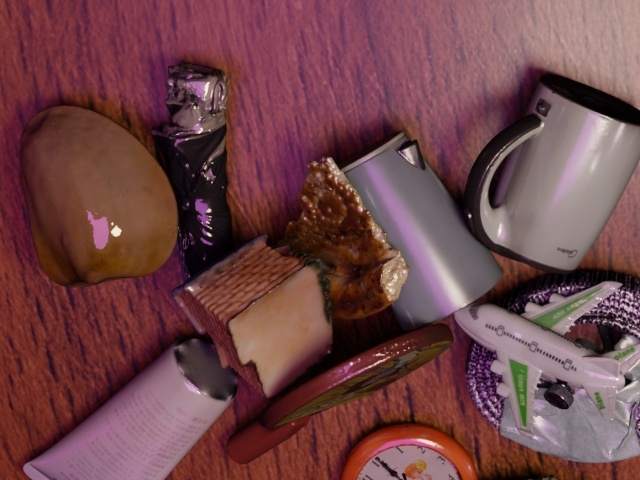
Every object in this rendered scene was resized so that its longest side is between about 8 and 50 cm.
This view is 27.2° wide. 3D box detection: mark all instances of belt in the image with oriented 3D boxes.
[{"bbox_3d":[0.363,0.174,1.831,0.325,0.122,0.260,-3,102,12],"label":"belt"}]

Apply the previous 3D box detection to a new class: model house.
[{"bbox_3d":[-0.094,0.092,1.780,0.166,0.172,0.183,-37,134,-24],"label":"model house"}]

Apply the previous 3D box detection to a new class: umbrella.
[{"bbox_3d":[-0.171,-0.065,1.817,0.106,0.113,0.357,-6,108,-13],"label":"umbrella"}]

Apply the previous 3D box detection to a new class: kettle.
[{"bbox_3d":[0.295,-0.083,1.731,0.221,0.161,0.236,9,114,-31],"label":"kettle"},{"bbox_3d":[0.102,-0.011,1.809,0.210,0.160,0.243,-27,97,41],"label":"kettle"}]

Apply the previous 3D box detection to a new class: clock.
[{"bbox_3d":[0.131,0.363,1.951,0.205,0.051,0.205,1,109,2],"label":"clock"}]

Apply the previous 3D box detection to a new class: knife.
[{"bbox_3d":[0.419,0.180,1.892,0.023,0.010,0.170,-16,104,9],"label":"knife"}]

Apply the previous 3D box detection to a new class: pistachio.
[{"bbox_3d":[-0.308,-0.066,1.806,0.213,0.163,0.260,-19,93,8],"label":"pistachio"}]

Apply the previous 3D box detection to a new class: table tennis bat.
[{"bbox_3d":[0.012,0.213,1.833,0.415,0.268,0.051,-35,74,37],"label":"table tennis bat"}]

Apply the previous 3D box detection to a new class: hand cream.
[{"bbox_3d":[-0.269,0.291,1.947,0.185,0.118,0.359,41,114,-10],"label":"hand cream"}]

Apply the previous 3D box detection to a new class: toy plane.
[{"bbox_3d":[0.288,0.146,1.727,0.255,0.251,0.101,21,152,28],"label":"toy plane"}]

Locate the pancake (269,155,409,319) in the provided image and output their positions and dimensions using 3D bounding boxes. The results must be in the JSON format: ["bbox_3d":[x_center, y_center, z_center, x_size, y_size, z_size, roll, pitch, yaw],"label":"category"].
[{"bbox_3d":[0.000,0.000,1.767,0.266,0.057,0.244,12,126,39],"label":"pancake"}]

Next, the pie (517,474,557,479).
[{"bbox_3d":[0.266,0.488,1.943,0.371,0.078,0.296,-37,116,12],"label":"pie"}]
